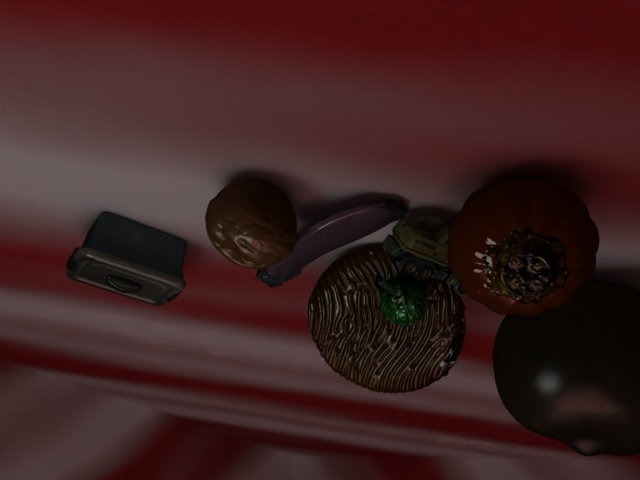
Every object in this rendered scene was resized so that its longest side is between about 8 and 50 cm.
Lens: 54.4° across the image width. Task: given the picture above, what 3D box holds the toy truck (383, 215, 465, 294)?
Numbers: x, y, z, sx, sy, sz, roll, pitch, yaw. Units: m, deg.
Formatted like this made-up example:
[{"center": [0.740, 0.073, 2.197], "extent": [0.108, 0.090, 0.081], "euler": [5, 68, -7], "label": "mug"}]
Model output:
[{"center": [0.208, 0.012, 1.086], "extent": [0.191, 0.085, 0.116], "euler": [19, 116, -27], "label": "toy truck"}]

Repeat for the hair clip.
[{"center": [-0.002, 0.000, 1.143], "extent": [0.359, 0.095, 0.110], "euler": [-24, 122, 41], "label": "hair clip"}]

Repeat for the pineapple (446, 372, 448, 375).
[{"center": [0.241, 0.257, 1.436], "extent": [0.175, 0.175, 0.361], "euler": [-3, 155, 21], "label": "pineapple"}]

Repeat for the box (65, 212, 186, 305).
[{"center": [-0.395, 0.047, 1.288], "extent": [0.227, 0.130, 0.162], "euler": [21, 149, -25], "label": "box"}]

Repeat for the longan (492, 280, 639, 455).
[{"center": [0.513, 0.242, 1.192], "extent": [0.361, 0.361, 0.361], "euler": [7, 152, 4], "label": "longan"}]

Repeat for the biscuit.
[{"center": [0.127, 0.161, 1.235], "extent": [0.318, 0.318, 0.040], "euler": [0, -165, 16], "label": "biscuit"}]

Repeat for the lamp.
[{"center": [0.305, 0.011, 0.950], "extent": [0.223, 0.196, 0.223], "euler": [5, 115, 11], "label": "lamp"}]

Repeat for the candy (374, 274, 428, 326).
[{"center": [0.123, 0.089, 1.033], "extent": [0.097, 0.097, 0.323], "euler": [0, 168, 16], "label": "candy"}]

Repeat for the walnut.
[{"center": [-0.114, -0.028, 1.060], "extent": [0.166, 0.149, 0.166], "euler": [28, 177, 1], "label": "walnut"}]
